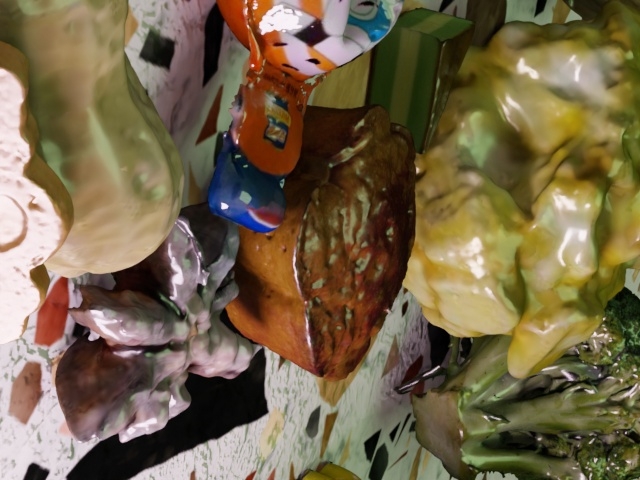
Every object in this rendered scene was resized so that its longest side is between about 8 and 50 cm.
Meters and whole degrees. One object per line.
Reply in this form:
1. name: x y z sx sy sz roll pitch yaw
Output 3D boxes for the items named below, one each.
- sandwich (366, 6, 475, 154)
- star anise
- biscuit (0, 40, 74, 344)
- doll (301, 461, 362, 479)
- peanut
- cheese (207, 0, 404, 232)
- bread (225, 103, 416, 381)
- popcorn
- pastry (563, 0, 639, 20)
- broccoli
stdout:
1. sandwich: 0.093 -0.150 1.705 0.074 0.074 0.116 -32 135 -55
2. star anise: -0.118 0.061 1.383 0.229 0.093 0.236 -65 153 -13
3. biscuit: -0.220 -0.028 1.058 0.040 0.144 0.236 -85 171 -45
4. doll: 0.073 0.317 1.819 0.143 0.221 0.135 -8 118 -60
5. peanut: -0.169 -0.097 1.116 0.149 0.149 0.313 -51 149 -38
6. cheese: -0.018 -0.169 1.381 0.217 0.129 0.329 29 76 -63
7. bread: 0.006 -0.004 1.548 0.232 0.135 0.246 -55 151 -32
8. popcorn: 0.215 -0.050 1.799 0.334 0.293 0.292 -33 164 -9
9. pastry: 0.375 -0.402 1.916 0.409 0.245 0.409 -46 148 -42
10. broccoli: 0.229 0.158 2.013 0.283 0.304 0.321 -18 101 -33
